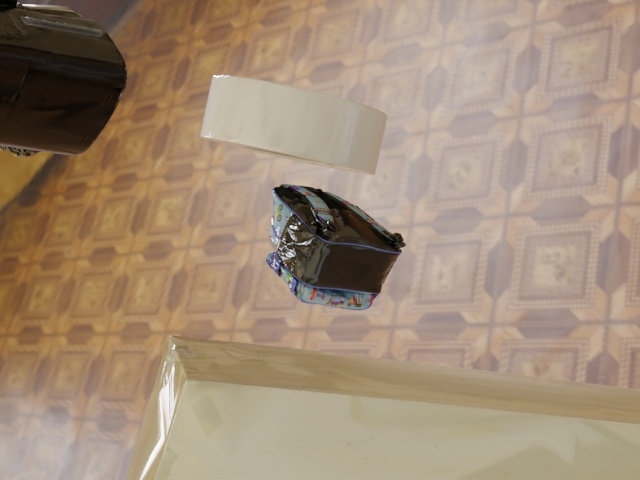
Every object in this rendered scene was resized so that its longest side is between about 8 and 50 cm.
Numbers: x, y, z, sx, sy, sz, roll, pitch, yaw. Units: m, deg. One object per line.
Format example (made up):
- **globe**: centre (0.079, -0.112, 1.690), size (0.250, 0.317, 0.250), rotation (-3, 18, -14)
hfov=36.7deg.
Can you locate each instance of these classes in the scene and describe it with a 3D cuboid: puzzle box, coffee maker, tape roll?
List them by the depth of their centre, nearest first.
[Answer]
- **puzzle box**: centre (0.062, 0.208, 0.643), size (0.272, 0.409, 0.052), rotation (-70, 26, 20)
- **coffee maker**: centre (-0.247, -0.116, 0.731), size (0.120, 0.178, 0.171), rotation (-26, 73, 36)
- **tape roll**: centre (-0.040, -0.178, 1.512), size (0.286, 0.286, 0.100), rotation (14, 93, 45)

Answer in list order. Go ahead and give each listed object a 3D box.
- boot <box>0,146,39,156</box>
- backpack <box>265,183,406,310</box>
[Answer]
- **boot**: centre (-0.487, -0.170, 1.301), size (0.229, 0.263, 0.091), rotation (23, 115, 11)
- **backpack**: centre (0.000, 0.000, 1.294), size (0.173, 0.158, 0.116), rotation (44, 116, 45)
